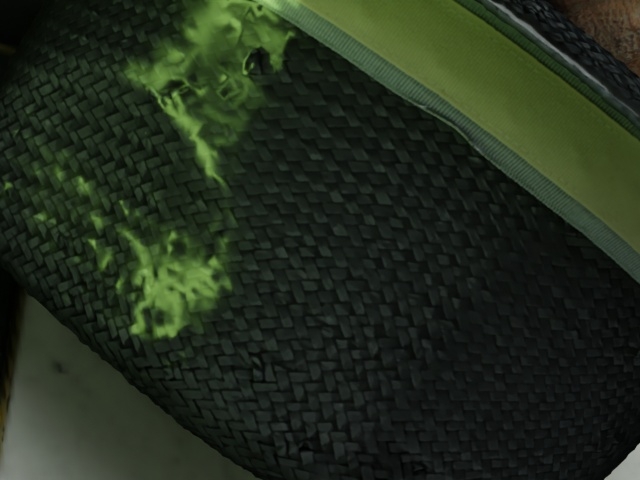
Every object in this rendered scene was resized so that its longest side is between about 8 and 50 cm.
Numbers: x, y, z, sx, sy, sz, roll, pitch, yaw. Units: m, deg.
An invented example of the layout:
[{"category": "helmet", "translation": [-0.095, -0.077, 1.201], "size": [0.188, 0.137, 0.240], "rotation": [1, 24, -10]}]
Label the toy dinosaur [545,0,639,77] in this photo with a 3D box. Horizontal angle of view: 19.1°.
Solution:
[{"category": "toy dinosaur", "translation": [0.115, -0.092, 0.785], "size": [0.296, 0.200, 0.127], "rotation": [54, 0, -36]}]

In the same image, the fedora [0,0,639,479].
[{"category": "fedora", "translation": [0.000, 0.000, 0.627], "size": [0.334, 0.334, 0.152], "rotation": [36, 83, -8]}]
